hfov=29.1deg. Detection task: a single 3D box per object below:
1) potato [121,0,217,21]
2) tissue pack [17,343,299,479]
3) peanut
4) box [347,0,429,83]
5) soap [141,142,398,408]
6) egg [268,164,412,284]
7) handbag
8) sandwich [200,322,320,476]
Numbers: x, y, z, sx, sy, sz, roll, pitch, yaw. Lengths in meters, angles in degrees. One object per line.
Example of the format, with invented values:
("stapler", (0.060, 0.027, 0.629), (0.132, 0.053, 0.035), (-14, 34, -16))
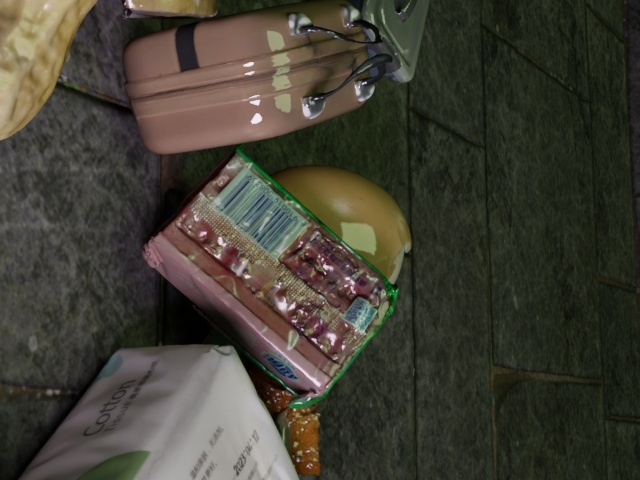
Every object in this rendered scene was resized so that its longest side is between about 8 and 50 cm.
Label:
("potato", (-0.156, -0.289, 1.296), (0.261, 0.100, 0.120), (-136, -129, -78))
("tissue pack", (-0.175, 0.305, 1.219), (0.356, 0.193, 0.266), (-57, 132, -50))
("peanut", (-0.280, -0.228, 1.156), (0.149, 0.149, 0.313), (38, 73, -52))
("box", (0.085, -0.357, 1.857), (0.162, 0.130, 0.227), (49, 46, -46))
("soap", (-0.054, 0.035, 1.407), (0.273, 0.098, 0.218), (41, 70, 0))
("egg", (0.000, 0.000, 1.578), (0.244, 0.201, 0.201), (30, 58, -38))
("handbag", (-0.050, -0.200, 1.437), (0.302, 0.283, 0.149), (-24, 107, -59))
("sandwich", (-0.076, 0.189, 1.453), (0.109, 0.159, 0.185), (52, 45, -69))
